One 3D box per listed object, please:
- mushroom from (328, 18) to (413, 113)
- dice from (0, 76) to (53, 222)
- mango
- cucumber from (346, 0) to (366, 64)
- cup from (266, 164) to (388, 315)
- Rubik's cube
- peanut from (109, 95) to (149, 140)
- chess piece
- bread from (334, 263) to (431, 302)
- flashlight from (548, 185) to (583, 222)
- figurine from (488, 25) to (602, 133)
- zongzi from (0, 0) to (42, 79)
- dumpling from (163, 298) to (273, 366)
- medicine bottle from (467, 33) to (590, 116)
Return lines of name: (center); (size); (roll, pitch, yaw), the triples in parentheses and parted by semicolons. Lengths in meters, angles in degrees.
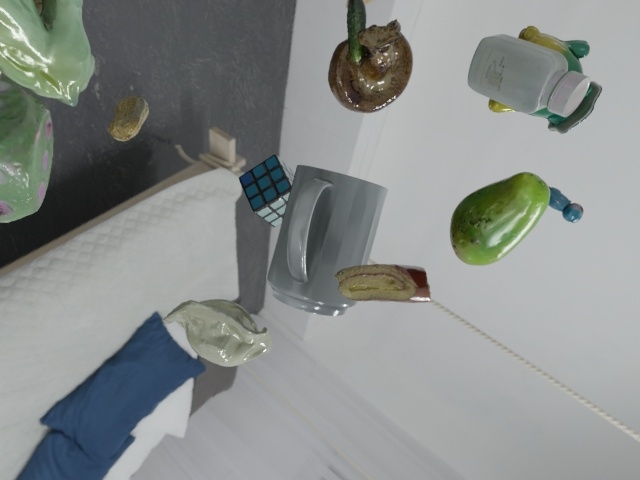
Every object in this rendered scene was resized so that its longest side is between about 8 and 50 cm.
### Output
mushroom: (0.220, -0.652, 1.593); (0.331, 0.356, 0.334); (-33, 124, -24)
dice: (-0.966, -0.264, 1.196); (0.318, 0.322, 0.330); (6, 139, -25)
mango: (0.311, -0.041, 0.756); (0.233, 0.125, 0.111); (107, -7, -53)
cucumber: (0.125, -0.724, 1.449); (0.069, 0.069, 0.227); (-17, 108, -61)
cup: (0.000, 0.000, 1.004); (0.323, 0.237, 0.326); (3, 104, -71)
Rubik's cube: (-0.157, -0.167, 1.453); (0.162, 0.160, 0.163); (-32, 155, 11)
peanut: (-0.606, -0.389, 1.331); (0.093, 0.083, 0.194); (43, 41, -35)
chess piece: (-0.449, -0.317, 0.588); (0.175, 0.176, 0.298); (-59, 158, 8)
bread: (0.135, 0.076, 0.745); (0.192, 0.119, 0.067); (8, 81, -40)
flashlight: (0.592, -0.094, 1.049); (0.051, 0.129, 0.051); (-27, 145, -21)
figurine: (0.729, -0.527, 1.386); (0.323, 0.340, 0.231); (-56, -162, 21)
zongzi: (-0.367, -0.523, 0.757); (0.500, 0.218, 0.467); (-6, 113, -19)
dumpling: (-0.140, 0.138, 0.652); (0.134, 0.169, 0.100); (-26, -161, 47)
medicine bottle: (0.559, -0.445, 1.147); (0.111, 0.296, 0.161); (-25, 139, -29)
